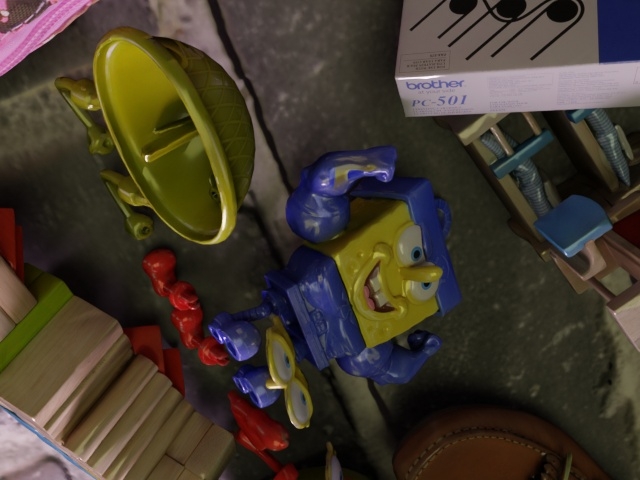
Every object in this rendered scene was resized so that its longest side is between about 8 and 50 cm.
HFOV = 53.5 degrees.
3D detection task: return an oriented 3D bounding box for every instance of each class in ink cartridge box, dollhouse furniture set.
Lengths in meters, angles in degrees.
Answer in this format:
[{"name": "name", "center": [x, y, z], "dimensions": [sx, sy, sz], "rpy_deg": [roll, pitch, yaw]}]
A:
[{"name": "ink cartridge box", "center": [0.154, -0.131, 0.383], "dimensions": [0.207, 0.097, 0.046], "rpy_deg": [1, 157, 18]}, {"name": "dollhouse furniture set", "center": [0.184, -0.053, 0.413], "dimensions": [0.129, 0.183, 0.129], "rpy_deg": [-38, 113, 9]}]

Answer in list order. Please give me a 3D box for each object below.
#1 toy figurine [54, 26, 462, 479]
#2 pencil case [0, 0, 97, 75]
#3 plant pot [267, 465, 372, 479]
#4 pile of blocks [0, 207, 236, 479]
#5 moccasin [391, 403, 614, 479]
[{"name": "toy figurine", "center": [0.000, 0.000, 0.469], "dimensions": [0.217, 0.191, 0.362], "rpy_deg": [-31, 113, -26]}, {"name": "pencil case", "center": [-0.093, -0.219, 0.298], "dimensions": [0.386, 0.167, 0.160], "rpy_deg": [-23, 157, 14]}, {"name": "plant pot", "center": [0.024, 0.402, 0.529], "dimensions": [0.367, 0.366, 0.353], "rpy_deg": [-28, 102, 5]}, {"name": "pile of blocks", "center": [-0.189, 0.093, 0.490], "dimensions": [0.112, 0.149, 0.362], "rpy_deg": [-54, 128, -30]}, {"name": "moccasin", "center": [0.221, 0.276, 0.580], "dimensions": [0.139, 0.147, 0.380], "rpy_deg": [-43, 111, 12]}]
